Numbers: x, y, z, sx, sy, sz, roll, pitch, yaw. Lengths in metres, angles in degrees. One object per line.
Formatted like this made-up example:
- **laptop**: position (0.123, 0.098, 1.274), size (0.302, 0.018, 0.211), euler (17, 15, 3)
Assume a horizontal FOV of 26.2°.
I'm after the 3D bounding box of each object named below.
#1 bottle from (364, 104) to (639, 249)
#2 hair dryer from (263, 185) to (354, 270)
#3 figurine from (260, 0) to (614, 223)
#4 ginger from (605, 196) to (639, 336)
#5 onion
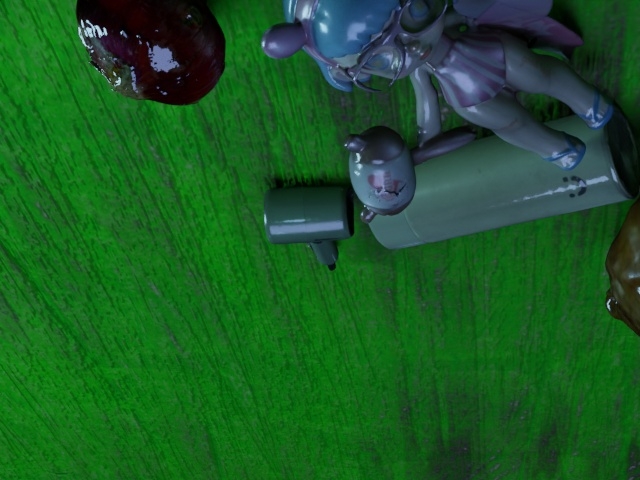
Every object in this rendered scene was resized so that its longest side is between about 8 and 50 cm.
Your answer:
- **bottle**: position (0.135, -0.045, 1.044), size (0.201, 0.072, 0.072), euler (-14, 145, 29)
- **hair dryer**: position (0.000, 0.000, 1.181), size (0.071, 0.047, 0.150), euler (-1, 156, 10)
- **figurine**: position (0.073, -0.108, 0.901), size (0.260, 0.103, 0.205), euler (23, 121, -34)
- **ginger**: position (0.402, 0.013, 0.986), size (0.418, 0.176, 0.254), euler (0, 165, 19)
- **onion**: position (-0.109, -0.138, 0.909), size (0.107, 0.097, 0.107), euler (39, 175, 4)
